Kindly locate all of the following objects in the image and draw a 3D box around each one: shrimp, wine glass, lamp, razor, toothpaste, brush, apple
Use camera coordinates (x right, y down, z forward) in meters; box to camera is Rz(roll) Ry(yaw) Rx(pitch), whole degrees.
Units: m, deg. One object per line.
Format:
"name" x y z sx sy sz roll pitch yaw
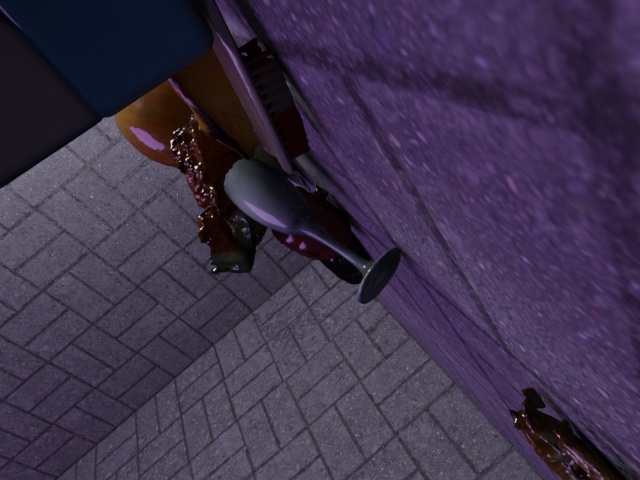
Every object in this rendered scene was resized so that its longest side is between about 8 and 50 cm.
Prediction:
"shrimp" 0.292 0.241 0.492 0.187 0.052 0.132 41 165 16
"wine glass" 0.000 0.000 0.789 0.310 0.096 0.264 35 175 26
"lamp" -0.018 -0.039 0.927 0.182 0.140 0.182 31 -172 -5
"razor" 0.004 -0.019 1.232 0.327 0.107 0.189 49 178 46
"toothpaste" -0.082 -0.176 1.139 0.062 0.037 0.216 53 173 -33
"brush" -0.081 -0.194 0.407 0.060 0.050 0.321 52 173 42
"apple" -0.361 -0.301 1.107 0.241 0.242 0.242 19 177 3

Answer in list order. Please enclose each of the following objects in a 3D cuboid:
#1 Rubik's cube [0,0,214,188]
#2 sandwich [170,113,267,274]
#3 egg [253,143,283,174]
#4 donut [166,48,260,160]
"Rubik's cube" -0.351 -0.250 0.340 0.344 0.347 0.346 49 171 41
"sandwich" -0.178 -0.109 0.888 0.250 0.162 0.301 -97 -13 -66
"egg" -0.187 -0.161 1.097 0.188 0.189 0.253 49 149 17
"donut" -0.177 -0.238 0.702 0.253 0.118 0.253 49 177 3
